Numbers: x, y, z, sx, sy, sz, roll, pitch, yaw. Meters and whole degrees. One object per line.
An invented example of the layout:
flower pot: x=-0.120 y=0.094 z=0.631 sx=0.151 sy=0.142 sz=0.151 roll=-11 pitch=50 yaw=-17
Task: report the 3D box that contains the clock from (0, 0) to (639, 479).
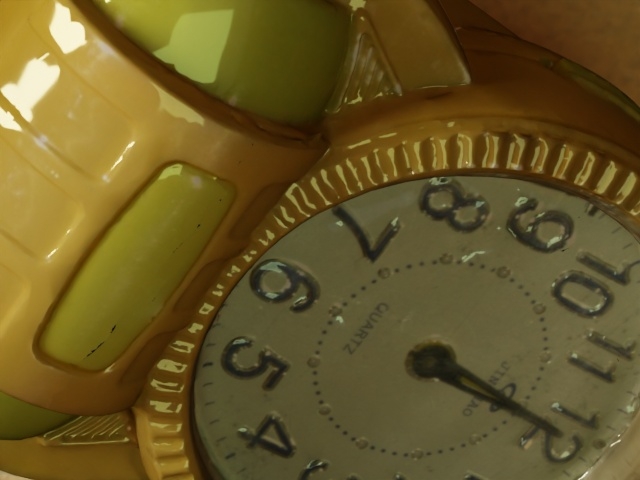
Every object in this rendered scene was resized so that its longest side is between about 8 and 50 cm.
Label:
clock: x=0.000 y=0.000 z=0.741 sx=0.317 sy=0.200 sz=0.244 roll=28 pitch=116 yaw=-22
